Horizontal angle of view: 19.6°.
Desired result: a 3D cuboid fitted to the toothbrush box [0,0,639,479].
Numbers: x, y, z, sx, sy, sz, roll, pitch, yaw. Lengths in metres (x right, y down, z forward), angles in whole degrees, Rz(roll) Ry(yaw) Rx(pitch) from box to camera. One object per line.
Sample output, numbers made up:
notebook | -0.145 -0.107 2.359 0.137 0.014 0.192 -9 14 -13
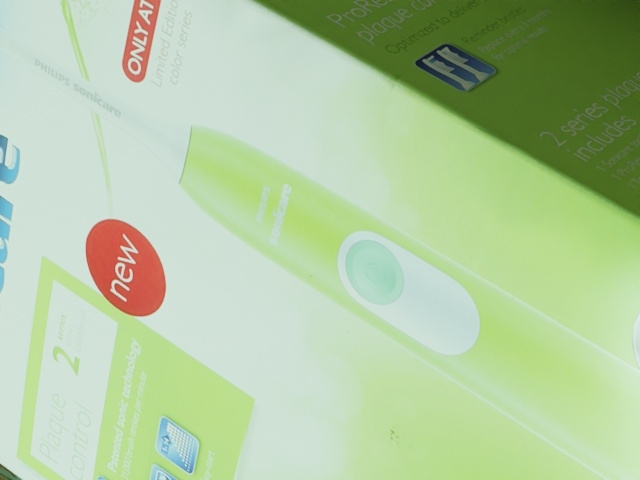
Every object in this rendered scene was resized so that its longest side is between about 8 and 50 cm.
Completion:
toothbrush box | 0.020 0.014 0.540 0.283 0.122 0.206 33 130 23
